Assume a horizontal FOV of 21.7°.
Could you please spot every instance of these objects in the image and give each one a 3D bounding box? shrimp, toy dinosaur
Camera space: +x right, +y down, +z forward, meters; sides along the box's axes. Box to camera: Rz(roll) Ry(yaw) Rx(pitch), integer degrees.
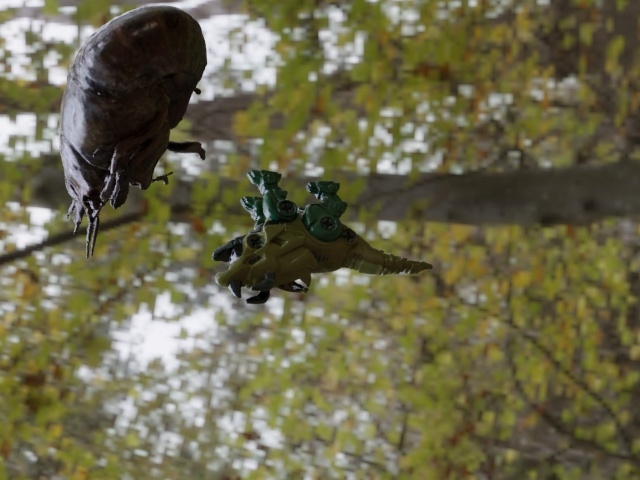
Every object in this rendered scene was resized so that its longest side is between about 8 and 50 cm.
[{"bbox_3d":[-0.192,-0.101,1.608,0.145,0.116,0.343,-35,-18,-38],"label":"shrimp"},{"bbox_3d":[0.000,0.000,1.920,0.259,0.094,0.153,0,-122,-15],"label":"toy dinosaur"}]
